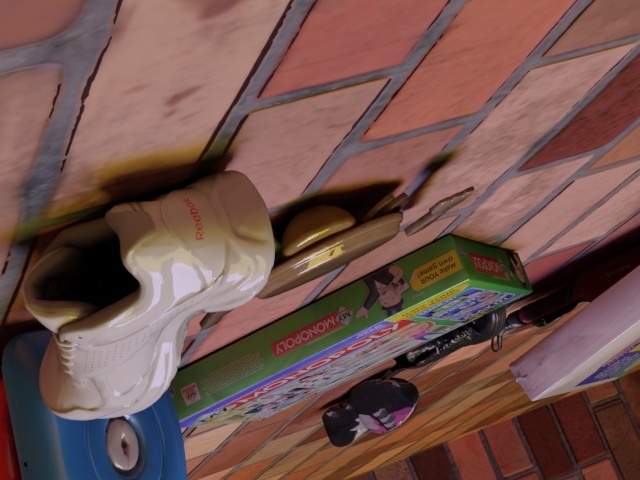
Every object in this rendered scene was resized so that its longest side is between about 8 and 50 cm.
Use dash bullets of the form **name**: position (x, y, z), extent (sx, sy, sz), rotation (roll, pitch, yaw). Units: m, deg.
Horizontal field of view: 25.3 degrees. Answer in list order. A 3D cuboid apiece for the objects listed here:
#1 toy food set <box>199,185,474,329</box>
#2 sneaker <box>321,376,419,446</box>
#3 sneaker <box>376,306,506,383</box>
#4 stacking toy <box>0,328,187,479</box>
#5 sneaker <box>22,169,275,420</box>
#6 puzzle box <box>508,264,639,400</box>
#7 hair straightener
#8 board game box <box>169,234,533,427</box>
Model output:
- **toy food set**: position (0.000, 0.000, 0.982), extent (0.192, 0.038, 0.132), rotation (-24, 175, -17)
- **sneaker**: position (0.074, 0.210, 1.858), extent (0.077, 0.072, 0.178), rotation (-27, 180, -38)
- **sneaker**: position (0.125, 0.106, 1.537), extent (0.089, 0.051, 0.170), rotation (-20, 170, -30)
- **stacking toy**: position (-0.262, 0.176, 1.031), extent (0.301, 0.175, 0.165), rotation (-16, 172, 25)
- **sneaker**: position (-0.128, 0.035, 0.823), extent (0.115, 0.090, 0.232), rotation (-3, 148, -38)
- **puzzle box**: position (0.424, 0.038, 1.606), extent (0.409, 0.052, 0.272), rotation (-41, 160, 24)
- **hair straightener**: position (0.303, 0.072, 1.690), extent (0.230, 0.047, 0.089), rotation (-32, 165, 14)
- **board game box**: position (0.024, 0.090, 1.330), extent (0.317, 0.046, 0.213), rotation (-27, 167, 19)
